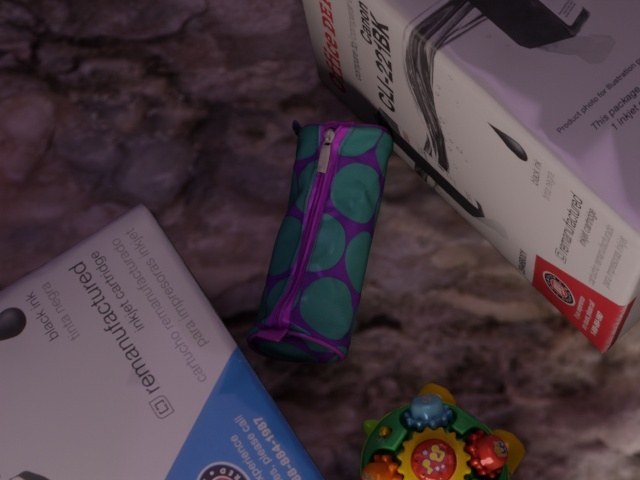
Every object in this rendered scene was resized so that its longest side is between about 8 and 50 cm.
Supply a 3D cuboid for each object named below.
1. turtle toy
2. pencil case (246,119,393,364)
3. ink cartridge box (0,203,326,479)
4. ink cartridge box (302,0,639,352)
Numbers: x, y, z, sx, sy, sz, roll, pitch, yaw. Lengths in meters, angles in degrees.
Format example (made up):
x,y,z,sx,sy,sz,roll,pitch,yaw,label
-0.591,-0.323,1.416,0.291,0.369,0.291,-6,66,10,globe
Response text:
x,y,z,sx,sy,sz,roll,pitch,yaw,label
0.077,0.139,0.704,0.130,0.066,0.095,32,76,16,turtle toy
0.000,0.000,0.760,0.064,0.070,0.152,5,71,22,pencil case
-0.161,0.163,0.685,0.307,0.129,0.223,-33,70,-6,ink cartridge box
0.114,-0.089,0.715,0.114,0.197,0.273,-40,71,-9,ink cartridge box
